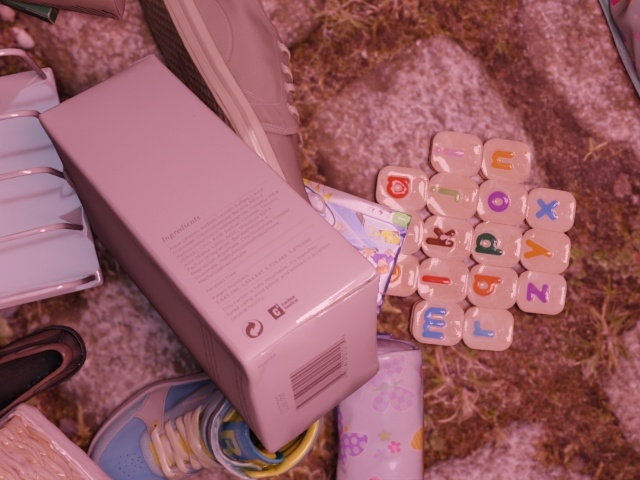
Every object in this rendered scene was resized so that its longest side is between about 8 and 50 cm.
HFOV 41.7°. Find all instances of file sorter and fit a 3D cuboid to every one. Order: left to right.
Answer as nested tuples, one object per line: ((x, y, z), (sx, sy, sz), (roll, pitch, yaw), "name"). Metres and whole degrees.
((-0.384, -0.056, 0.961), (0.193, 0.173, 0.278), (-13, 93, -8), "file sorter")

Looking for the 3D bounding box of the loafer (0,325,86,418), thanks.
((-0.411, 0.184, 1.001), (0.267, 0.084, 0.096), (-31, 95, -7), "loafer")

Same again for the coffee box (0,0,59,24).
((-0.350, -0.372, 1.030), (0.113, 0.040, 0.184), (19, 87, -8), "coffee box")

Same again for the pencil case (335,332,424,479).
((0.070, 0.258, 1.062), (0.124, 0.113, 0.273), (-2, 90, 11), "pencil case")

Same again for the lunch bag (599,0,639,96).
((0.492, -0.344, 1.104), (0.223, 0.160, 0.262), (-21, 82, -5), "lunch bag")

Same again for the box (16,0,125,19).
((-0.359, -0.338, 0.960), (0.275, 0.094, 0.113), (10, 88, -7), "box")

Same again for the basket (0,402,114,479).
((-0.350, 0.424, 0.894), (0.328, 0.266, 0.331), (-43, 96, 7), "basket")

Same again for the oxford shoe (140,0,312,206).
((-0.081, -0.166, 0.998), (0.130, 0.169, 0.449), (-22, 82, -19), "oxford shoe")

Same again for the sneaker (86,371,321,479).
((-0.140, 0.226, 0.976), (0.319, 0.208, 0.127), (-26, 96, -1), "sneaker")

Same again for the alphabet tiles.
((0.202, 0.001, 1.126), (0.278, 0.021, 0.284), (7, 89, -9), "alphabet tiles")

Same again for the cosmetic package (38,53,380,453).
((-0.116, 0.006, 0.884), (0.156, 0.217, 0.385), (-33, 60, -18), "cosmetic package")

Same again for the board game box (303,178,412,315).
((0.000, 0.000, 1.075), (0.201, 0.035, 0.136), (18, 87, 0), "board game box")
